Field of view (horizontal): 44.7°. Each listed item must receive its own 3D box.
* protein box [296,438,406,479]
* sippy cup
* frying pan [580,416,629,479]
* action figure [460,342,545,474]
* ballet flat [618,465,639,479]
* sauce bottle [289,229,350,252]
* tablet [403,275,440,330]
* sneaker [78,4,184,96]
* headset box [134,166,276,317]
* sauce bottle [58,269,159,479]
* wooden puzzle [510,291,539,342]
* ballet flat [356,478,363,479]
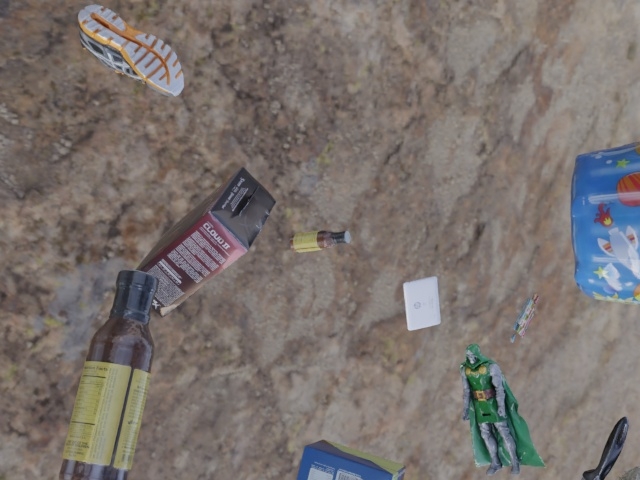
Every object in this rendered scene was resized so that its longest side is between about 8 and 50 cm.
[{"bbox_3d":[0.052,0.551,1.638,0.136,0.199,0.201,23,80,-71],"label":"protein box"},{"bbox_3d":[0.395,-0.019,0.852,0.240,0.224,0.306,41,52,-58],"label":"sippy cup"},{"bbox_3d":[0.427,0.444,1.304,0.197,0.053,0.326,-24,121,-17],"label":"frying pan"},{"bbox_3d":[0.294,0.291,1.360,0.063,0.137,0.232,-18,92,-53],"label":"action figure"},{"bbox_3d":[0.636,0.588,1.377,0.147,0.147,0.409,-9,79,-51],"label":"ballet flat"},{"bbox_3d":[0.000,0.000,1.580,0.042,0.128,0.042,17,71,-60],"label":"sauce bottle"},{"bbox_3d":[0.157,0.097,1.200,0.054,0.006,0.083,-12,112,-8],"label":"tablet"},{"bbox_3d":[-0.335,-0.326,1.382,0.084,0.215,0.083,-54,-175,-35],"label":"sneaker"},{"bbox_3d":[-0.227,-0.007,1.575,0.110,0.293,0.218,46,29,-14],"label":"headset box"},{"bbox_3d":[-0.327,0.220,1.254,0.111,0.111,0.345,37,57,-53],"label":"sauce bottle"},{"bbox_3d":[0.295,0.111,1.123,0.083,0.006,0.049,-62,148,-7],"label":"wooden puzzle"},{"bbox_3d":[0.051,0.360,0.950,0.095,0.096,0.281,-20,134,-22],"label":"ballet flat"}]
